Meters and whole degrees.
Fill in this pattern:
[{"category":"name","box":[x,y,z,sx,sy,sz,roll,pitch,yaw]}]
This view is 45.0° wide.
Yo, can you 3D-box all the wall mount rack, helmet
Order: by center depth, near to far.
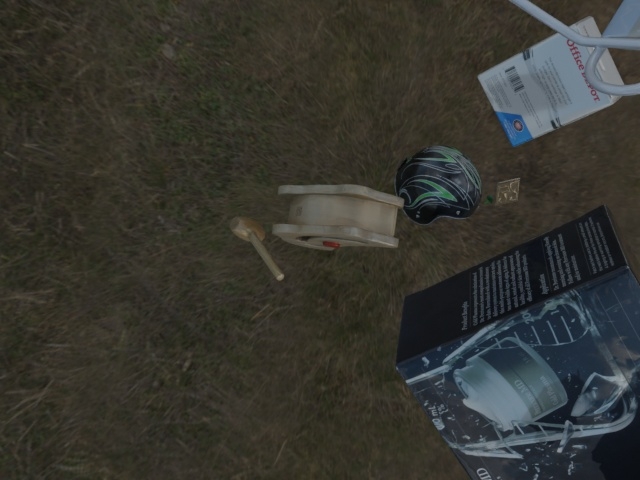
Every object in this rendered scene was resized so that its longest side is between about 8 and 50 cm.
[{"category":"wall mount rack","box":[0.376,-0.340,0.939,0.304,0.130,0.350,17,60,39]},{"category":"helmet","box":[0.257,-0.120,1.636,0.162,0.169,0.169,-18,92,42]}]

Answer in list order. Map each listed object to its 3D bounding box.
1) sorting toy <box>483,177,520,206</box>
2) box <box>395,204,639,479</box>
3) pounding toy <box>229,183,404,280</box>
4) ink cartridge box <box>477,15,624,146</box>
[{"category":"sorting toy","box":[0.388,-0.102,1.654,0.083,0.012,0.062,-13,126,-19]},{"category":"box","box":[0.479,0.267,1.574,0.472,0.297,0.479,-27,107,23]},{"category":"pounding toy","box":[0.000,0.000,1.234,0.270,0.154,0.154,2,79,36]},{"category":"ink cartridge box","box":[0.402,-0.274,1.347,0.203,0.086,0.148,-22,98,44]}]
